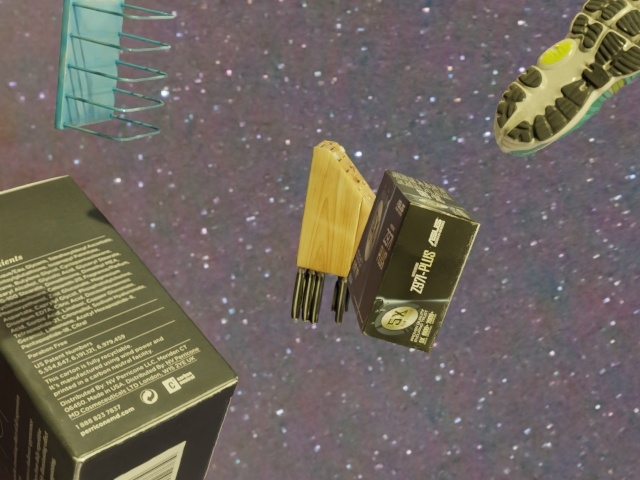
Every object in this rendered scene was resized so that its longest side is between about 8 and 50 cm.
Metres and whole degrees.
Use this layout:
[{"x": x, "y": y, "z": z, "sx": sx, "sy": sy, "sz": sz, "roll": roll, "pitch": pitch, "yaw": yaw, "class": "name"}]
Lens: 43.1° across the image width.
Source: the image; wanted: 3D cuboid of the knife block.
[{"x": 0.000, "y": 0.000, "z": 1.408, "sx": 0.242, "sy": 0.088, "sz": 0.275, "roll": -34, "pitch": -84, "yaw": 17, "class": "knife block"}]

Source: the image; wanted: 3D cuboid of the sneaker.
[{"x": 0.313, "y": -0.200, "z": 0.943, "sx": 0.275, "sy": 0.110, "sz": 0.107, "roll": -37, "pitch": -107, "yaw": 4, "class": "sneaker"}]

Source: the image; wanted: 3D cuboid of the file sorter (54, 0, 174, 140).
[{"x": -0.270, "y": -0.227, "z": 1.078, "sx": 0.105, "sy": 0.118, "sz": 0.170, "roll": 18, "pitch": -70, "yaw": 17, "class": "file sorter"}]

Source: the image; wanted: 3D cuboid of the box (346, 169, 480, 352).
[{"x": 0.093, "y": 0.016, "z": 0.886, "sx": 0.180, "sy": 0.078, "sz": 0.147, "roll": -101, "pitch": -151, "yaw": -74, "class": "box"}]

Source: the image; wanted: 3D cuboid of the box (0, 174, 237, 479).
[{"x": -0.324, "y": 0.165, "z": 1.030, "sx": 0.395, "sy": 0.212, "sz": 0.293, "roll": 45, "pitch": -43, "yaw": 25, "class": "box"}]
